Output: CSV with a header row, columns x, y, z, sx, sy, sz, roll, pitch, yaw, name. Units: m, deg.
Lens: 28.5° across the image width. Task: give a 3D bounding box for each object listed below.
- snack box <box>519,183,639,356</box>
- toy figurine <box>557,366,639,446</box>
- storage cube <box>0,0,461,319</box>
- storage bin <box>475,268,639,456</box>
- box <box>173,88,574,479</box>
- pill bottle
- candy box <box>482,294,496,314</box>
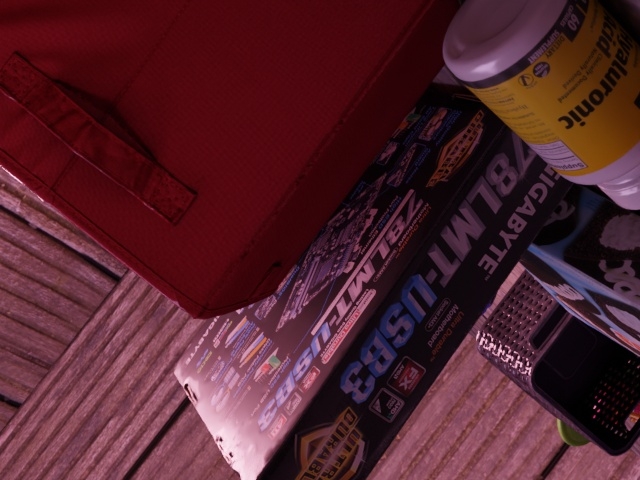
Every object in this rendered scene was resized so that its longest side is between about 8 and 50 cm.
x,y,z,sx,sy,sz,roll,pitch,yaw,name
0.259,0.060,0.857,0.322,0.060,0.187,35,177,46,snack box
0.386,0.205,1.446,0.159,0.130,0.173,23,-170,42,toy figurine
-0.054,-0.095,0.647,0.183,0.193,0.215,38,-174,7,storage cube
0.247,0.106,1.183,0.180,0.122,0.084,40,177,-38,storage bin
0.023,0.027,0.902,0.073,0.295,0.293,35,178,-20,box
0.114,-0.065,0.553,0.116,0.065,0.065,38,178,-28,pill bottle
0.000,0.000,1.304,0.317,0.122,0.268,38,137,-5,candy box
